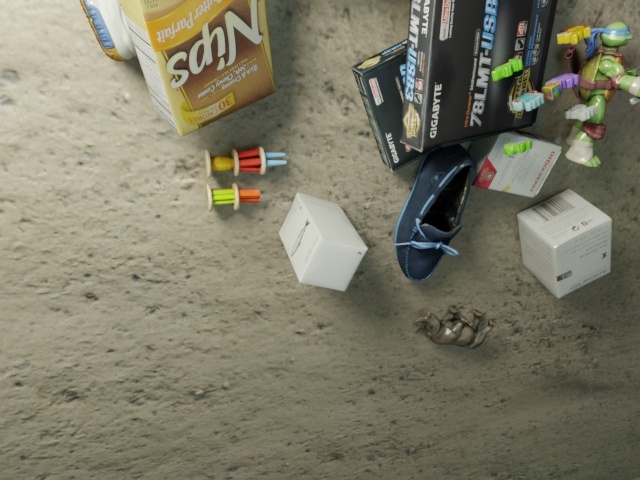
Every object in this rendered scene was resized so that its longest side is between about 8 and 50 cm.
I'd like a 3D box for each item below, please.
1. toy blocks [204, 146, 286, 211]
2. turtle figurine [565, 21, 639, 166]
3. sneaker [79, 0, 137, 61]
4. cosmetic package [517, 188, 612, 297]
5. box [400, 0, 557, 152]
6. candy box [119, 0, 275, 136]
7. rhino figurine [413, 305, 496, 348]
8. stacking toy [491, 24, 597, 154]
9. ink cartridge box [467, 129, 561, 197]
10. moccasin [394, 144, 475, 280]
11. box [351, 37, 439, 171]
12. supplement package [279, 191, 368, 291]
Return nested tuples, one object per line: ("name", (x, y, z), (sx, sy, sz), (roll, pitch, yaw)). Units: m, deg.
("toy blocks", (-0.140, -0.115, 0.943), (0.147, 0.054, 0.123), (-6, 123, -17))
("turtle figurine", (0.624, -0.288, 1.016), (0.274, 0.198, 0.267), (-2, 128, -13))
("sneaker", (-0.288, -0.405, 0.676), (0.130, 0.112, 0.297), (-27, 135, -16))
("cosmetic package", (0.597, 0.007, 1.231), (0.151, 0.151, 0.184), (-27, 128, 0))
("box", (0.284, -0.330, 0.892), (0.293, 0.073, 0.296), (-17, 123, -27))
("candy box", (-0.171, -0.323, 0.693), (0.182, 0.087, 0.317), (-32, 145, -23))
("rhino figurine", (0.351, 0.238, 1.347), (0.243, 0.073, 0.107), (11, 115, -24))
("stacking toy", (0.412, -0.275, 0.927), (0.221, 0.052, 0.167), (-28, 118, -11))
("ink cartridge box", (0.411, -0.174, 1.091), (0.174, 0.072, 0.128), (7, 119, -24))
("moccasin", (0.242, -0.042, 1.090), (0.137, 0.117, 0.342), (-7, 124, -16))
("box", (0.175, -0.265, 0.957), (0.175, 0.051, 0.220), (-27, 128, -3))
("supplement package", (0.000, 0.000, 0.991), (0.105, 0.179, 0.105), (14, 116, -28))
